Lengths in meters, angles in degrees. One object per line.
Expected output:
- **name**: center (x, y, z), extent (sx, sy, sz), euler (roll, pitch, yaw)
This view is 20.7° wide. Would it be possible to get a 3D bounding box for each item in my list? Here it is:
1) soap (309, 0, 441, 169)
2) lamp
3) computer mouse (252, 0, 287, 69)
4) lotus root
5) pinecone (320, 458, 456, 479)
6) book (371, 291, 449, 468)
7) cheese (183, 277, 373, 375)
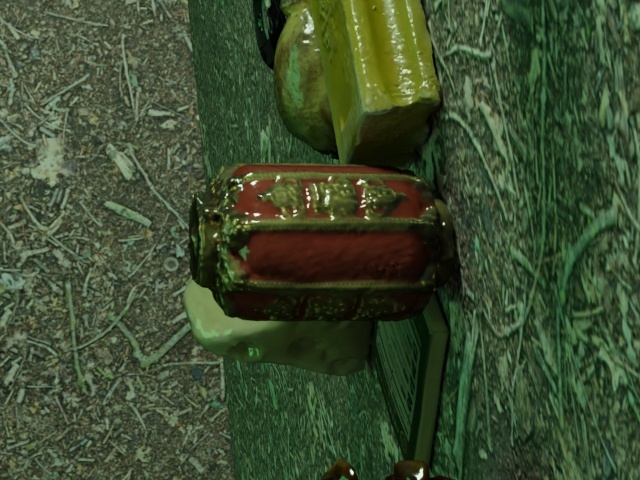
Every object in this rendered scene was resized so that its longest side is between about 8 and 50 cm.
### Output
- **soap**: center (0.047, -0.248, 1.907), extent (0.199, 0.091, 0.315), euler (115, 145, -70)
- **lamp**: center (0.000, 0.000, 1.822), extent (0.177, 0.274, 0.177), euler (-178, 90, -78)
- **computer mouse**: center (-0.027, -0.297, 2.267), extent (0.233, 0.096, 0.137), euler (176, 81, -76)
- **lotus root**: center (0.003, -0.198, 2.057), extent (0.138, 0.138, 0.214), euler (-121, 12, -66)
- **pinecone**: center (0.061, 0.424, 1.656), extent (0.398, 0.397, 0.398), euler (172, 90, -80)
- **book**: center (0.101, 0.119, 2.050), extent (0.264, 0.027, 0.202), euler (94, 164, -46)
- **cheese**: center (-0.038, 0.052, 2.282), extent (0.174, 0.251, 0.248), euler (-109, 31, -46)
